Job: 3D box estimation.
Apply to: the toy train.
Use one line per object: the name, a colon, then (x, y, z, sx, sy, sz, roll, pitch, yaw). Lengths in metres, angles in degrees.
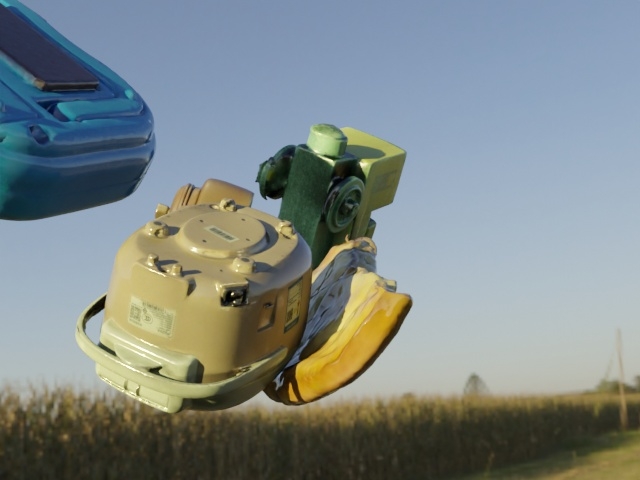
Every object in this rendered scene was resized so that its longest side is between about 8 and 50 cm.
toy train: (0.000, 0.000, 1.462, 0.160, 0.397, 0.253, 25, 23, 24)

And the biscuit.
biscuit: (0.005, 0.074, 0.785, 0.045, 0.154, 0.299, 39, 5, -8)

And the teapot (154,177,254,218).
teapot: (-0.232, -0.033, 1.759, 0.175, 0.186, 0.268, 15, -9, -4)

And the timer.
timer: (-0.341, -0.158, 0.912, 0.115, 0.340, 0.309, -58, -14, 20)

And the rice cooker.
rice cooker: (-0.086, 0.046, 0.702, 0.145, 0.127, 0.206, 21, 21, 19)
